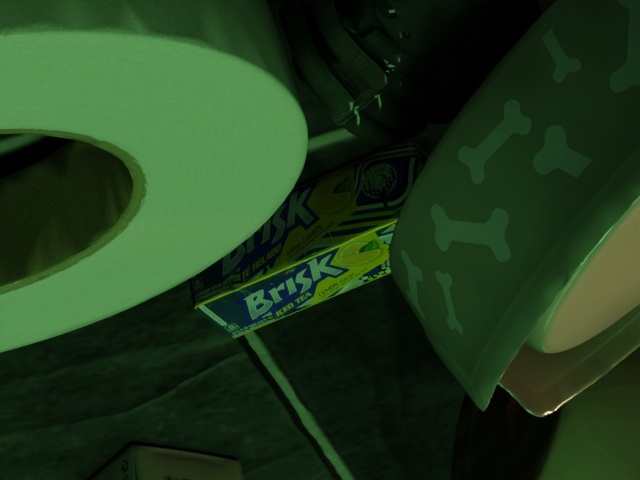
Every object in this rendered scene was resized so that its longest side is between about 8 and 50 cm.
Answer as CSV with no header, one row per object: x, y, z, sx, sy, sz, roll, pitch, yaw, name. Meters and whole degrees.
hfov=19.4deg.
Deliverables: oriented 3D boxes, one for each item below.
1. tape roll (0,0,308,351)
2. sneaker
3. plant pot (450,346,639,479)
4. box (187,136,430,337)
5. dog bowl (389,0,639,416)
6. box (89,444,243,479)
-0.200,-0.033,0.977,0.392,0.072,0.392,-14,159,-6,tape roll
0.038,-0.133,0.933,0.147,0.104,0.296,-25,151,9,sneaker
0.256,0.158,1.338,0.280,0.323,0.323,17,140,-14,plant pot
0.000,0.000,1.182,0.169,0.054,0.059,-24,147,16,box
0.179,-0.053,0.990,0.349,0.102,0.349,-38,162,-15,dog bowl
-0.175,0.271,1.509,0.113,0.094,0.275,15,139,-38,box
